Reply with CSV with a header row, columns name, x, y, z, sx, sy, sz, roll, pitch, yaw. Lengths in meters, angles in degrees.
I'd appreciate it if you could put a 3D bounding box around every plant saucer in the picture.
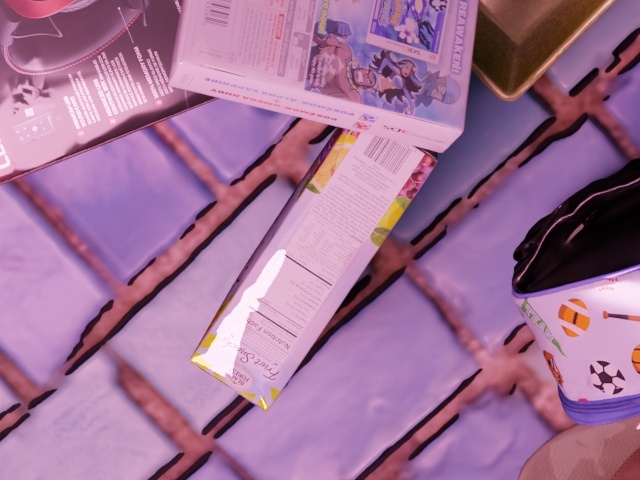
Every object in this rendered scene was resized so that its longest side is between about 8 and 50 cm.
name,x,y,z,sx,sy,sz,roll,pitch,yaw
plant saucer,0.130,-0.224,1.295,0.188,0.045,0.188,45,119,0

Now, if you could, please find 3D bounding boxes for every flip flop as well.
name,x,y,z,sx,sy,sz,roll,pitch,yaw
flip flop,0.265,0.175,1.306,0.277,0.080,0.112,1,78,26

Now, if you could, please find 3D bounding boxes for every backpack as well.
name,x,y,z,sx,sy,sz,roll,pitch,yaw
backpack,0.267,0.025,1.264,0.263,0.276,0.213,-15,98,19

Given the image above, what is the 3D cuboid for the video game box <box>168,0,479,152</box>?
name,x,y,z,sx,sy,sz,roll,pitch,yaw
video game box,0.010,-0.175,1.200,0.187,0.048,0.205,13,69,-10

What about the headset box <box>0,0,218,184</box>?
name,x,y,z,sx,sy,sz,roll,pitch,yaw
headset box,-0.163,-0.180,1.313,0.293,0.110,0.218,-22,98,7

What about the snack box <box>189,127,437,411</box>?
name,x,y,z,sx,sy,sz,roll,pitch,yaw
snack box,0.000,0.000,1.303,0.070,0.174,0.207,32,100,-2
